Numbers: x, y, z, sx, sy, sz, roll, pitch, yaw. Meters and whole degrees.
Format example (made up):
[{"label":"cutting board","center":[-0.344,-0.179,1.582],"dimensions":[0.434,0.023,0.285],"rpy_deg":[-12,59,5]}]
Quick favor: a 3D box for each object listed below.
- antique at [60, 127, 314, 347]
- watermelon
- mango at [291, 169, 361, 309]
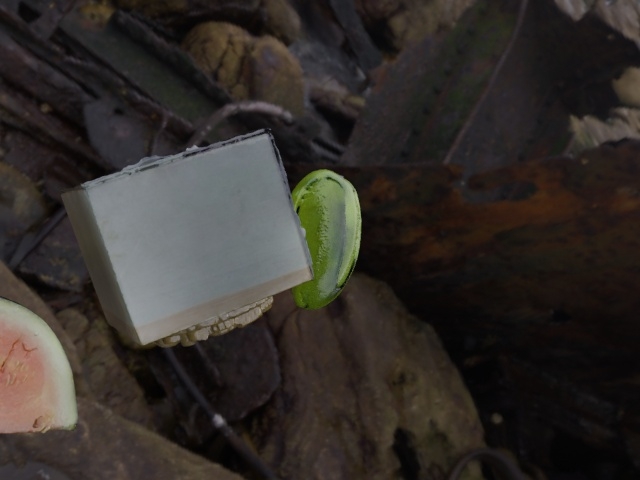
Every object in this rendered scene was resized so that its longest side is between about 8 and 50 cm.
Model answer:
[{"label":"antique","center":[-0.105,0.000,0.658],"dimensions":[0.151,0.146,0.148],"rpy_deg":[-20,98,-21]},{"label":"watermelon","center":[-0.215,0.063,0.508],"dimensions":[0.087,0.069,0.163],"rpy_deg":[46,11,33]},{"label":"mango","center":[0.000,0.000,0.961],"dimensions":[0.074,0.091,0.165],"rpy_deg":[31,66,-69]}]
